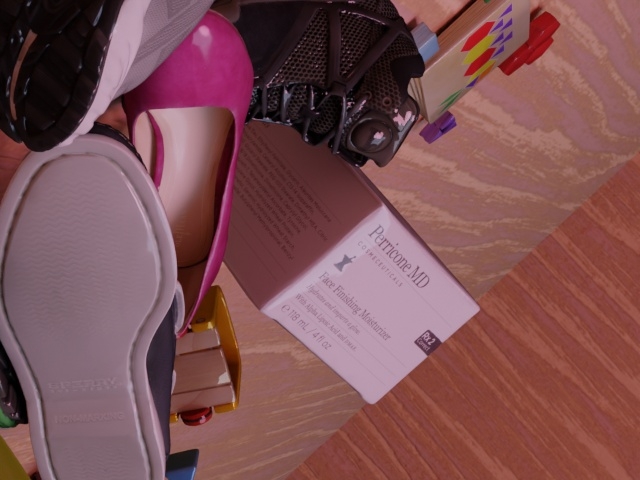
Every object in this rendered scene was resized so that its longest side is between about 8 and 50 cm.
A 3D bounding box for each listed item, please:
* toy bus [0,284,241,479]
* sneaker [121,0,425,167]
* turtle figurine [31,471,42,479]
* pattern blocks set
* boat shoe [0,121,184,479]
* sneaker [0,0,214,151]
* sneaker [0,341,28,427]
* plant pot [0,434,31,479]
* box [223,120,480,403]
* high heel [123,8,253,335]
[{"bbox_3d":[-0.166,0.105,1.343,0.191,0.202,0.104,-54,-166,21],"label":"toy bus"},{"bbox_3d":[-0.018,-0.102,1.044,0.227,0.130,0.087,-21,158,-37],"label":"sneaker"},{"bbox_3d":[-0.286,0.308,1.665,0.234,0.118,0.175,-18,143,-25],"label":"turtle figurine"},{"bbox_3d":[0.141,-0.181,1.483,0.285,0.026,0.325,-39,167,-10],"label":"pattern blocks set"},{"bbox_3d":[-0.140,0.041,0.947,0.091,0.114,0.302,-91,-173,-50],"label":"boat shoe"},{"bbox_3d":[-0.081,-0.159,0.774,0.271,0.100,0.108,-43,178,38],"label":"sneaker"},{"bbox_3d":[-0.263,0.054,0.932,0.146,0.134,0.343,-5,176,4],"label":"sneaker"},{"bbox_3d":[-0.342,0.289,1.205,0.207,0.228,0.227,-11,148,-53],"label":"plant pot"},{"bbox_3d":[0.000,0.000,1.191,0.119,0.182,0.181,-42,139,3],"label":"box"},{"bbox_3d":[-0.085,-0.038,0.945,0.082,0.117,0.244,2,153,-13],"label":"high heel"}]
